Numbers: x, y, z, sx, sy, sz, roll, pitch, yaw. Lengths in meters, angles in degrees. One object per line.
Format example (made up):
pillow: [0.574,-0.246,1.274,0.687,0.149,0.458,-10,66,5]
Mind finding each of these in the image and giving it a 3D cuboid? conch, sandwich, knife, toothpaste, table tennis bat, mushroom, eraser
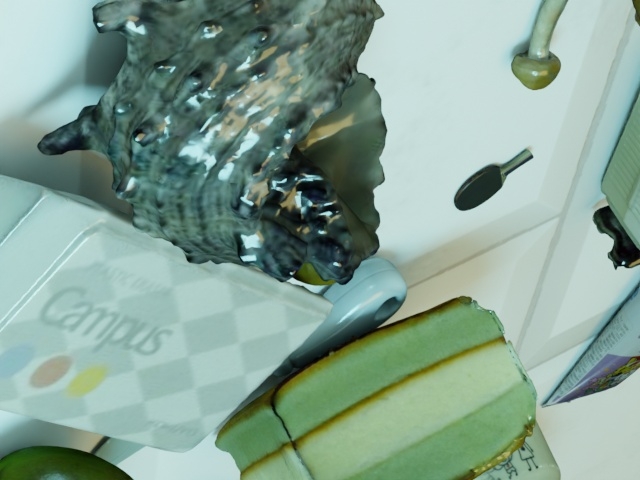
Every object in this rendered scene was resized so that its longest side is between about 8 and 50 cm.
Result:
conch: [-0.040,-0.094,1.300,0.241,0.186,0.313,-52,140,-10]
sandwich: [0.049,0.171,1.739,0.227,0.155,0.198,-24,171,-23]
knife: [-0.070,0.112,1.686,0.331,0.044,0.080,-30,154,-10]
toothpaste: [0.356,0.096,2.147,0.114,0.073,0.299,-13,150,-40]
table tennis bat: [0.153,-0.054,1.736,0.083,0.007,0.050,-35,152,-5]
mushroom: [0.177,-0.223,1.492,0.068,0.043,0.306,-54,159,-28]
eraser: [-0.170,0.060,1.434,0.213,0.082,0.397,-46,152,10]

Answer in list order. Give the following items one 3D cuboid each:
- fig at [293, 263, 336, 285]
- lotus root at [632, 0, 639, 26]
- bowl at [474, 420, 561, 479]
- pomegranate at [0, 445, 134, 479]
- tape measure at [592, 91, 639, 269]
fig: [0.000,0.000,1.567,0.074,0.074,0.088,-44,170,9]
lotus root: [0.375,-0.243,1.552,0.291,0.193,0.193,-25,149,-19]
bowl: [0.174,0.295,2.154,0.237,0.126,0.238,-31,151,-19]
pomegranate: [-0.238,0.241,1.557,0.209,0.180,0.180,20,124,-17]
tape measure: [0.392,-0.105,1.828,0.231,0.133,0.271,-17,147,-23]
